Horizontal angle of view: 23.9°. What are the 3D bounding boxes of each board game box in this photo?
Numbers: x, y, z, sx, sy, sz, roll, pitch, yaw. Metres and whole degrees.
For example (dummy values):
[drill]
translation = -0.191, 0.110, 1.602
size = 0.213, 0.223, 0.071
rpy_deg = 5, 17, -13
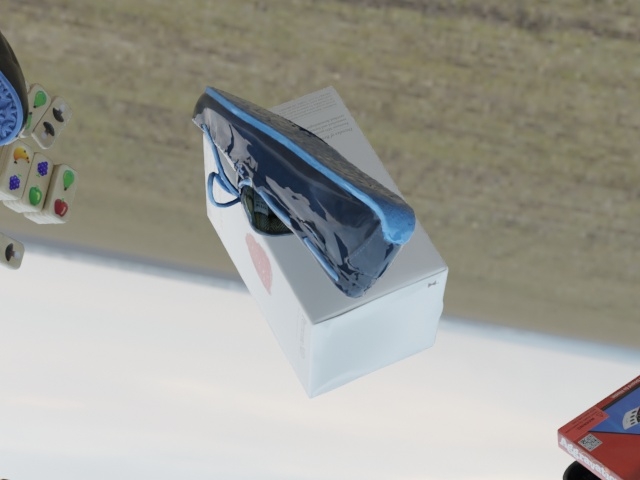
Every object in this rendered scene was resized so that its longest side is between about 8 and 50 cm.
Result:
[board game box]
translation = 0.377, 0.155, 1.434
size = 0.281, 0.027, 0.145
rpy_deg = -29, -138, -24

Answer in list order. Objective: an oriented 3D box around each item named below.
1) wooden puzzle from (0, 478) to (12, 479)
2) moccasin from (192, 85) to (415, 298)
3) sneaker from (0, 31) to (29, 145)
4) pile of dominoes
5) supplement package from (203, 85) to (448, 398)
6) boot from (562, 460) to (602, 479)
[wooden puzzle]
translation = -0.355, 0.323, 1.455
size = 0.347, 0.080, 0.322
rpy_deg = 8, 132, 16
[moccasin]
translation = -0.047, -0.056, 1.561
size = 0.137, 0.117, 0.342
rpy_deg = 17, -164, -38
[sneaker]
translation = -0.309, -0.180, 1.224
size = 0.081, 0.232, 0.090
rpy_deg = -26, -170, -2
[pile of dominoes]
translation = -0.336, -0.099, 1.475
size = 0.040, 0.196, 0.251
rpy_deg = -2, 157, 35
[supplement package]
translation = 0.000, 0.000, 1.777
size = 0.175, 0.293, 0.177
rpy_deg = -22, 149, -16
[boot]
translation = 0.425, 0.388, 1.738
size = 0.338, 0.223, 0.118
rpy_deg = 17, -134, 37
